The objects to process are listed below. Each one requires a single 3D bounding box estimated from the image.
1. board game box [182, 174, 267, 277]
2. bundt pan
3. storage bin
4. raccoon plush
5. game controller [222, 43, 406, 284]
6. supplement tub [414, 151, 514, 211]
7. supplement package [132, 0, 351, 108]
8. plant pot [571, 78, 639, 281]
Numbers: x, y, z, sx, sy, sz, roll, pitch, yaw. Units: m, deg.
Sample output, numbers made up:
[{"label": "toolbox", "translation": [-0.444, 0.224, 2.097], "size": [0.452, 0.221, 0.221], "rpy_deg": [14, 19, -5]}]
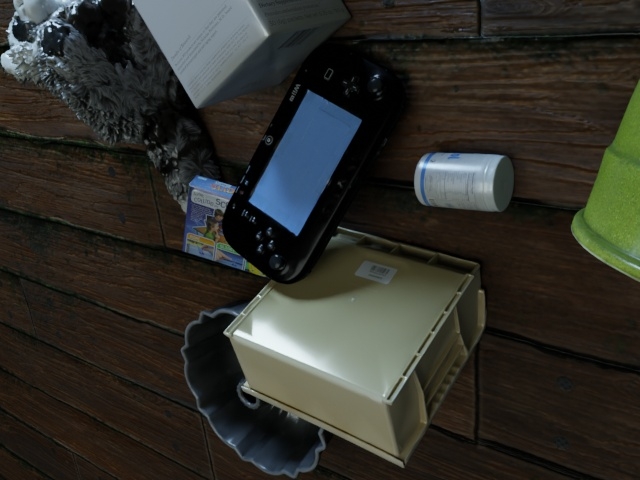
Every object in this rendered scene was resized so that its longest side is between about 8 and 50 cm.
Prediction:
[{"label": "board game box", "translation": [-0.120, -0.014, 1.058], "size": [0.201, 0.035, 0.136], "rpy_deg": [18, 125, 4]}, {"label": "bundt pan", "translation": [-0.088, 0.244, 1.153], "size": [0.331, 0.124, 0.331], "rpy_deg": [19, 123, 32]}, {"label": "storage bin", "translation": [0.054, 0.119, 0.888], "size": [0.262, 0.260, 0.123], "rpy_deg": [16, 138, 34]}, {"label": "raccoon plush", "translation": [-0.383, -0.224, 1.120], "size": [0.299, 0.216, 0.446], "rpy_deg": [1, 112, 47]}, {"label": "game controller", "translation": [-0.017, -0.103, 0.882], "size": [0.166, 0.067, 0.319], "rpy_deg": [34, 101, 21]}, {"label": "supplement tub", "translation": [0.178, -0.074, 0.812], "size": [0.107, 0.071, 0.071], "rpy_deg": [7, 116, 36]}, {"label": "supplement package", "translation": [-0.134, -0.357, 0.852], "size": [0.175, 0.177, 0.293], "rpy_deg": [-31, 91, 44]}, {"label": "plant pot", "translation": [0.404, -0.134, 0.438], "size": [0.366, 0.366, 0.353], "rpy_deg": [20, 111, 31]}]
